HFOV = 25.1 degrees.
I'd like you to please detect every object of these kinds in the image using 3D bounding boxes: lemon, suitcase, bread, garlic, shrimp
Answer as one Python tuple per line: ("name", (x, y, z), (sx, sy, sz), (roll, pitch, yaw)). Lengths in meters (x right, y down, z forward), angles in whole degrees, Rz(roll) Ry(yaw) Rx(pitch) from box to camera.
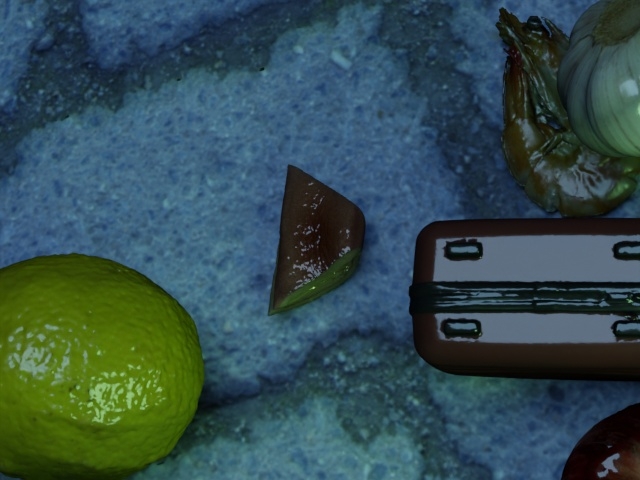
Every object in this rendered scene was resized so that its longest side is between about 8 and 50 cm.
("lemon", (-0.282, 0.144, 1.612), (0.321, 0.268, 0.268), (1, 63, -29))
("suitcase", (0.253, 0.066, 1.545), (0.297, 0.236, 0.161), (-1, 80, 13))
("bread", (0.000, 0.000, 1.719), (0.119, 0.067, 0.192), (0, 68, 21))
("garlic", (0.390, -0.162, 1.594), (0.245, 0.253, 0.245), (-25, 35, 19))
("shrimp", (0.275, -0.158, 1.722), (0.154, 0.062, 0.294), (-27, 67, 9))

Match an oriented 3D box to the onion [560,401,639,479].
("onion", (0.352, 0.290, 1.469), (0.272, 0.195, 0.272), (7, 73, -23))
